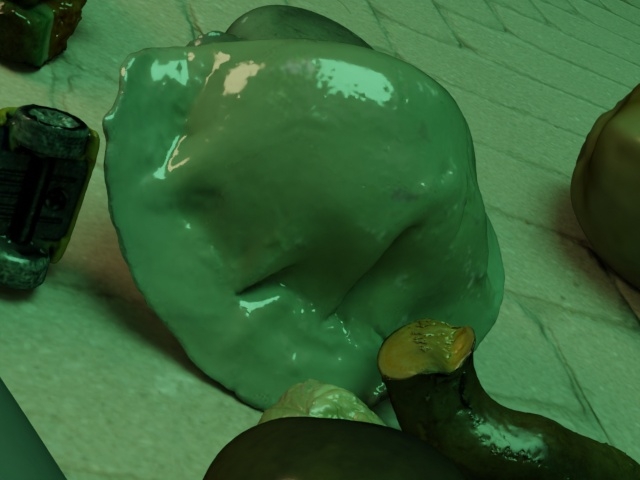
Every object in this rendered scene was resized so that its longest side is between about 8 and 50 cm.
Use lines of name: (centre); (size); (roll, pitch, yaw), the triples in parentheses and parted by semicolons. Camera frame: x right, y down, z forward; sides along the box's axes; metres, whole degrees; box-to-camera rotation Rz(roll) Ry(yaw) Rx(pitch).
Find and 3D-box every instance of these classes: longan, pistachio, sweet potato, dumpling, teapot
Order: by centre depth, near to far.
longan: (0.008, 0.171, 0.559); (0.167, 0.167, 0.187); (10, 10, -34)
sweet potato: (0.160, 0.152, 0.780); (0.286, 0.085, 0.112); (27, 71, -18)
dumpling: (0.002, -0.020, 0.833); (0.321, 0.270, 0.212); (2, 10, -5)
teapot: (-0.019, -0.147, 1.071); (0.294, 0.129, 0.193); (4, 38, -37)
pistachio: (0.479, -0.049, 1.264); (0.445, 0.281, 0.365); (24, 17, -42)

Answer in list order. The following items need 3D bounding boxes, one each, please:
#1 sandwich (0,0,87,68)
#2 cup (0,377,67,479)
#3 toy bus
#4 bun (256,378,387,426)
sandwich: (-0.305, -0.283, 1.029); (0.212, 0.109, 0.292); (7, 36, -36)
cup: (-0.256, 0.131, 0.319); (0.357, 0.259, 0.274); (-28, 57, -23)
toy bus: (-0.313, -0.056, 0.655); (0.336, 0.121, 0.123); (6, 24, -38)
bun: (0.010, 0.138, 0.701); (0.115, 0.069, 0.115); (25, 28, -15)
